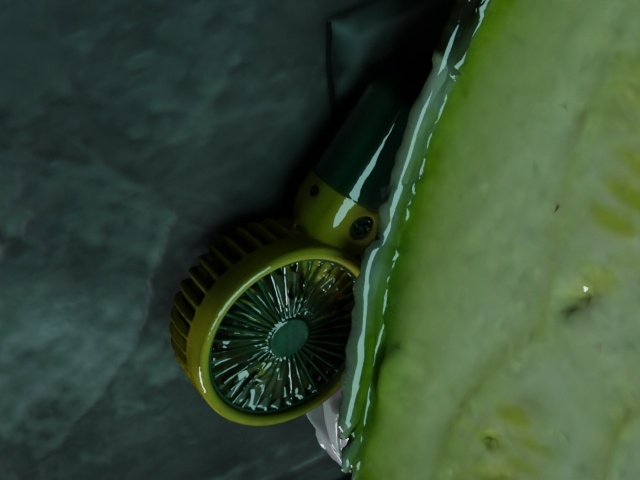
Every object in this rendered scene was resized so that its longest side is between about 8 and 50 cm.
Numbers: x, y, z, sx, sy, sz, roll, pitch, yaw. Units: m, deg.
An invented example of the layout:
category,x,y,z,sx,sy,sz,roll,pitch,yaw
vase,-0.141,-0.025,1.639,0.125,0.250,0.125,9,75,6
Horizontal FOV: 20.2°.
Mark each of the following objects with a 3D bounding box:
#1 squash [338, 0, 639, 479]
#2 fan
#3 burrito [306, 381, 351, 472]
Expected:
category,x,y,z,sx,sy,sz,roll,pitch,yaw
squash,0.114,0.046,0.633,0.309,0.234,0.210,-55,149,-5
fan,0.000,0.000,0.705,0.082,0.039,0.155,25,103,-42
burrito,0.076,0.020,0.759,0.203,0.064,0.064,-42,136,-2
